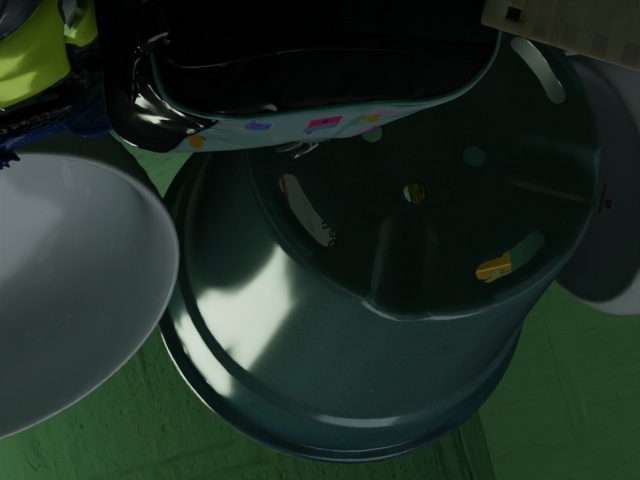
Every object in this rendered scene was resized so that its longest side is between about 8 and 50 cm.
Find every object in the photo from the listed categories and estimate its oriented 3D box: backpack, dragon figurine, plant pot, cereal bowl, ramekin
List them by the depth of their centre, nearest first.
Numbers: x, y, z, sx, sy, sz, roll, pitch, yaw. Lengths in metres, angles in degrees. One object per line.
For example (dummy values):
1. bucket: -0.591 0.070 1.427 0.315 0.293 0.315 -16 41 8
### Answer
1. backpack: -0.014 -0.124 0.677 0.188 0.166 0.144 -7 174 -20
2. dragon figurine: -0.114 -0.110 0.863 0.289 0.085 0.144 -22 177 40
3. cereal bowl: -0.287 0.012 1.096 0.339 0.141 0.339 -18 143 -15
4. plant pot: 0.044 -0.019 1.116 0.341 0.341 0.334 -12 166 -13
5. ramekin: 0.270 -0.059 1.215 0.127 0.273 0.273 -11 173 -22

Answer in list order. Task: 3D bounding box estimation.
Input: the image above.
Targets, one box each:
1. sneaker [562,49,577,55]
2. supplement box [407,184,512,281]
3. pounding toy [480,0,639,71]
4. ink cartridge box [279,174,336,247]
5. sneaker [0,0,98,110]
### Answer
1. sneaker: 0.291 -0.198 1.014 0.169 0.108 0.292 -11 -178 -39
2. supplement box: 0.272 -0.085 1.463 0.357 0.194 0.195 -14 173 -4
3. pounding toy: 0.133 -0.185 0.605 0.094 0.206 0.181 20 -152 15
4. ink cartridge box: 0.000 0.000 1.558 0.119 0.207 0.353 -13 174 7
5. sneaker: -0.260 -0.097 0.668 0.300 0.111 0.121 -25 143 -3
